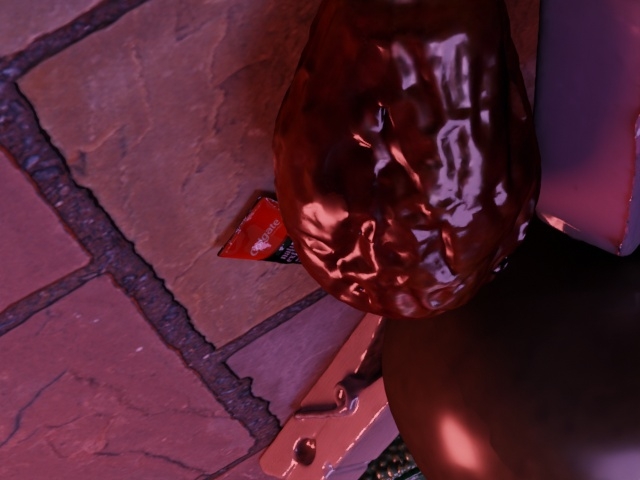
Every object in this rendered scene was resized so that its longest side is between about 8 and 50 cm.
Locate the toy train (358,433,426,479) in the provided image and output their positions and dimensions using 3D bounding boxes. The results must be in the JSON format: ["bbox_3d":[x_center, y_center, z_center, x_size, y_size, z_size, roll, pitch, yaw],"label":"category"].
[{"bbox_3d":[0.118,0.241,1.604,0.269,0.115,0.154,-28,151,3],"label":"toy train"}]

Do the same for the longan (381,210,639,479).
[{"bbox_3d":[0.235,0.103,1.170,0.361,0.361,0.361,-25,151,-14],"label":"longan"}]

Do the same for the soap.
[{"bbox_3d":[0.268,-0.173,0.985,0.285,0.107,0.296,-46,153,-20],"label":"soap"}]

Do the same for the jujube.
[{"bbox_3d":[0.063,-0.073,0.946,0.197,0.197,0.290,-21,135,-21],"label":"jujube"}]

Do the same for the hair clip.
[{"bbox_3d":[0.037,0.178,1.433,0.085,0.101,0.330,-9,147,-41],"label":"hair clip"}]

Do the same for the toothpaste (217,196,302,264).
[{"bbox_3d":[0.000,0.000,1.163,0.193,0.045,0.071,9,130,-45],"label":"toothpaste"}]
